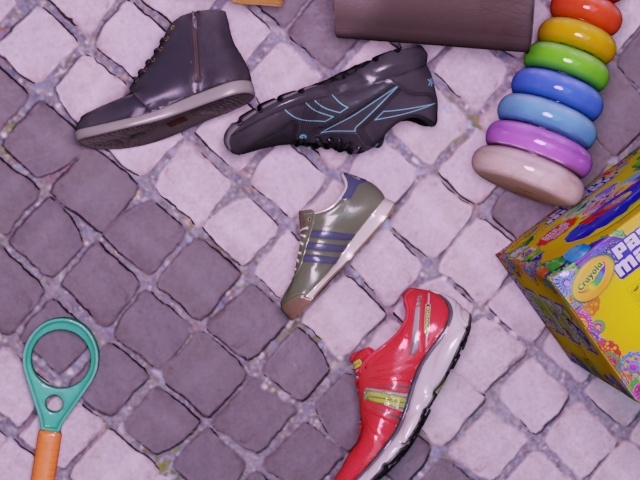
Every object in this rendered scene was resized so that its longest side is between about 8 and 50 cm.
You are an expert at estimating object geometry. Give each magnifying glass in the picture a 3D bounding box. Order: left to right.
[{"bbox_3d":[-0.326,0.208,1.683,0.092,0.026,0.231,9,94,-6],"label":"magnifying glass"}]

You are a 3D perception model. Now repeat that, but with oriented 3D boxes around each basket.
[{"bbox_3d":[0.131,-0.299,1.612,0.227,0.204,0.154,1,113,4],"label":"basket"}]

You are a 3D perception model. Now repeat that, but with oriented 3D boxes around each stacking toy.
[{"bbox_3d":[0.303,-0.214,1.660,0.141,0.141,0.330,22,87,-6],"label":"stacking toy"}]

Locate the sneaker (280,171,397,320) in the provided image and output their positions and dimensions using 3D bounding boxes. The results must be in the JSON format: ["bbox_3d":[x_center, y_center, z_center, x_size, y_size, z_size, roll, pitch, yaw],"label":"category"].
[{"bbox_3d":[0.000,0.000,1.680,0.086,0.064,0.192,42,90,1],"label":"sneaker"}]

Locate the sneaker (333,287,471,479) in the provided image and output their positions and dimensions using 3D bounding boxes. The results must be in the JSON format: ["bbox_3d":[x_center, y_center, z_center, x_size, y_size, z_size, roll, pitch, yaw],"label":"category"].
[{"bbox_3d":[0.081,0.185,1.694,0.118,0.107,0.279,29,88,12],"label":"sneaker"}]

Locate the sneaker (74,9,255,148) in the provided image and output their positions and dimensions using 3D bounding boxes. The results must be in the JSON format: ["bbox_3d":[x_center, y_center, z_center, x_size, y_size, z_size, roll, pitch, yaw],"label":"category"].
[{"bbox_3d":[-0.196,-0.190,1.647,0.222,0.083,0.118,-18,77,4],"label":"sneaker"}]

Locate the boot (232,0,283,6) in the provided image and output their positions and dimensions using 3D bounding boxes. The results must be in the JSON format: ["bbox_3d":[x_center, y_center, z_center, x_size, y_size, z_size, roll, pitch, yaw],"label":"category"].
[{"bbox_3d":[-0.043,-0.384,1.632,0.295,0.104,0.211,-3,100,0],"label":"boot"}]

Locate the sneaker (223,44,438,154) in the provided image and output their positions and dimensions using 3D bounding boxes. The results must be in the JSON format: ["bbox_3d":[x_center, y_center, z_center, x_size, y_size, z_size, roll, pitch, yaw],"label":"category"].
[{"bbox_3d":[0.017,-0.145,1.648,0.267,0.101,0.106,-21,98,-3],"label":"sneaker"}]

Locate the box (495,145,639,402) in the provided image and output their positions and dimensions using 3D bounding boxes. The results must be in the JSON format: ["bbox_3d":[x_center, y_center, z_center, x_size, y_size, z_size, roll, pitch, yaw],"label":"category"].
[{"bbox_3d":[0.394,0.013,1.602,0.290,0.279,0.177,-37,97,-2],"label":"box"}]
